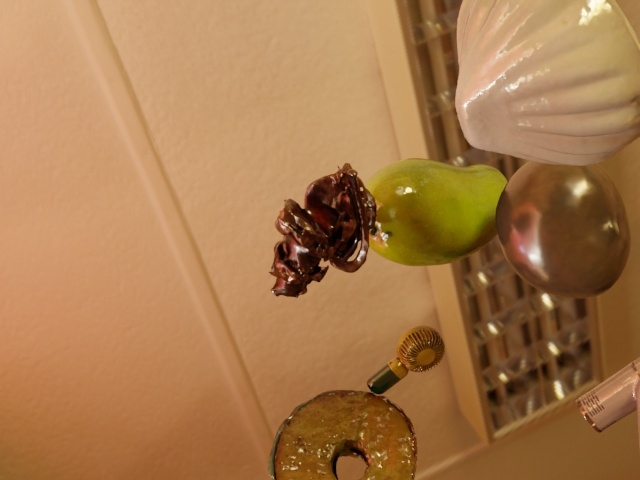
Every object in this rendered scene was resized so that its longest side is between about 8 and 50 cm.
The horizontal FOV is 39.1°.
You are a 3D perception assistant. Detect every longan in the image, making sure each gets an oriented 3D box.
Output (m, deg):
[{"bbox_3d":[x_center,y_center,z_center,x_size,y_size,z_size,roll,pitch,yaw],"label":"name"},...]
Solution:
[{"bbox_3d":[0.356,-0.018,1.327,0.196,0.196,0.220,-22,-95,-12],"label":"longan"}]

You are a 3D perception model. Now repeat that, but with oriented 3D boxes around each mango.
[{"bbox_3d":[0.186,-0.049,1.435,0.293,0.143,0.175,-10,-93,-32],"label":"mango"}]

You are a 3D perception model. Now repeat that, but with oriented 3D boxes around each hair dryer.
[{"bbox_3d":[0.406,0.199,1.054,0.195,0.220,0.053,-40,-79,19],"label":"hair dryer"}]

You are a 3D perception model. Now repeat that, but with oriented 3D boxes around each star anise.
[{"bbox_3d":[0.000,0.000,1.240,0.190,0.126,0.220,-36,-10,4],"label":"star anise"}]

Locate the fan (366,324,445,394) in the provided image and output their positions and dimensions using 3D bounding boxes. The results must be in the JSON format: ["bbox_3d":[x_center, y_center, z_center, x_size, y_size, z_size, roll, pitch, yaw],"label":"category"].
[{"bbox_3d":[0.147,0.213,1.550,0.155,0.039,0.082,-40,-56,7],"label":"fan"}]

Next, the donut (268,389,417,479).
[{"bbox_3d":[0.044,0.390,1.513,0.272,0.272,0.107,-20,-44,-13],"label":"donut"}]

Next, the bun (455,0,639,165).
[{"bbox_3d":[0.227,-0.179,1.012,0.175,0.263,0.263,-34,-52,-7],"label":"bun"}]
